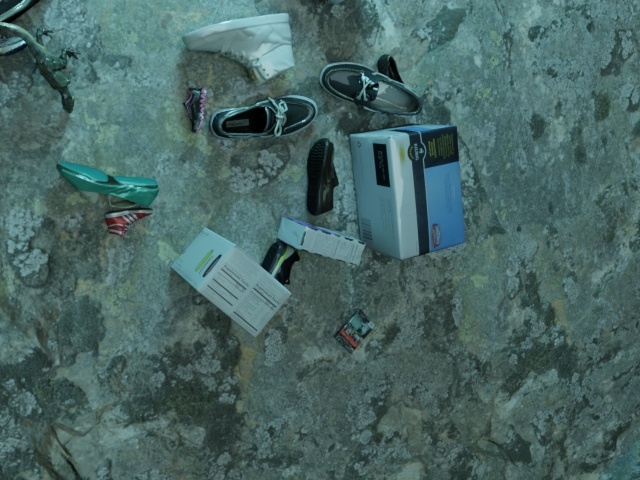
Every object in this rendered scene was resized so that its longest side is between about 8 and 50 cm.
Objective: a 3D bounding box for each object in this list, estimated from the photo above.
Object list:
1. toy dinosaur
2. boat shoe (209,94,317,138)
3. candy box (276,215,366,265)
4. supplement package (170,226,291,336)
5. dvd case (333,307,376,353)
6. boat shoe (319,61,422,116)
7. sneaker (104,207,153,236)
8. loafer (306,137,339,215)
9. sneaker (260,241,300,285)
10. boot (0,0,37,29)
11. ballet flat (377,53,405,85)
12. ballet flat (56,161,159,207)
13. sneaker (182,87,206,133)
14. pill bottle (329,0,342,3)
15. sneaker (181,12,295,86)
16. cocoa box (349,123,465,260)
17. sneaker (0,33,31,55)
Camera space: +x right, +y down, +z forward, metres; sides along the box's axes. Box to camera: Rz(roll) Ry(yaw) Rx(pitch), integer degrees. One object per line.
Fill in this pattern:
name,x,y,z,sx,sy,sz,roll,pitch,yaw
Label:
toy dinosaur,-0.615,-0.416,1.556,0.268,0.064,0.118,59,33,-45
boat shoe,-0.136,-0.325,1.814,0.306,0.105,0.113,-8,104,-25
candy box,0.000,0.000,1.912,0.196,0.165,0.070,15,94,-28
supplement package,-0.235,0.100,1.760,0.204,0.262,0.145,44,80,-26
dvd case,0.106,0.278,2.106,0.119,0.013,0.087,-48,116,-9
boat shoe,0.148,-0.422,1.924,0.303,0.091,0.114,8,112,-19
sneaker,-0.479,-0.046,1.735,0.118,0.042,0.067,-9,100,-17
loafer,0.011,-0.180,1.940,0.078,0.080,0.220,-2,106,-36
sneaker,-0.127,0.116,1.918,0.097,0.084,0.234,31,86,-29
boot,-0.705,-0.573,1.489,0.178,0.085,0.236,50,64,-24
ballet flat,0.216,-0.458,1.994,0.057,0.049,0.173,-39,114,-14
ballet flat,-0.522,-0.125,1.680,0.247,0.083,0.087,10,109,-26
sneaker,-0.325,-0.335,1.757,0.057,0.047,0.119,7,90,-21
pill bottle,-0.012,-0.755,1.765,0.272,0.152,0.152,36,83,-28
sneaker,-0.196,-0.474,1.754,0.293,0.108,0.169,-17,104,-24
cocoa box,0.250,-0.149,1.969,0.228,0.231,0.347,-14,106,-24
sneaker,-0.715,-0.442,1.536,0.135,0.052,0.058,-29,105,-21
